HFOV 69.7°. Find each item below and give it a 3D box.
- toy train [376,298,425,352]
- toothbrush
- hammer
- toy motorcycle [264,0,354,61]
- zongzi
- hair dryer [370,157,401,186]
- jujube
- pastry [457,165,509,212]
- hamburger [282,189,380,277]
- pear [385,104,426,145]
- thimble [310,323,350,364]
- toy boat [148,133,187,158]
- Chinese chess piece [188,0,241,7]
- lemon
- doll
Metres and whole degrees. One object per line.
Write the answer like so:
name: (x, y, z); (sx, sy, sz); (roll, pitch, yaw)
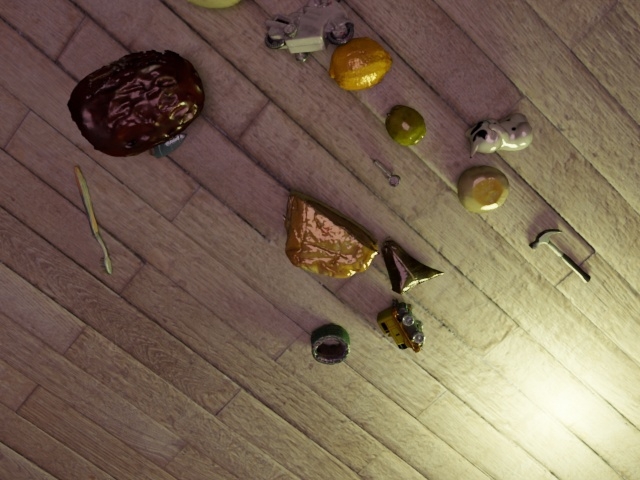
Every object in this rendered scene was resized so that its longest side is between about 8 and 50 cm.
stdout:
toy train: (0.279, 0.297, 1.573); (0.127, 0.089, 0.219); (-27, 105, 20)
toothbrush: (-0.753, -0.061, 1.517); (0.037, 0.028, 0.374); (-5, 107, 11)
hammer: (0.810, 0.054, 1.514); (0.246, 0.029, 0.103); (37, 105, -11)
toy motorcycle: (-0.027, -0.605, 1.286); (0.261, 0.110, 0.170); (4, 70, 18)
zongzi: (0.299, 0.061, 1.508); (0.184, 0.084, 0.187); (-21, 101, -7)
hair dryer: (0.201, -0.217, 1.433); (0.124, 0.063, 0.038); (45, 105, 1)
jujube: (-0.522, -0.385, 1.303); (0.377, 0.258, 0.258); (-20, 106, 12)
pastry: (0.504, -0.157, 1.424); (0.157, 0.092, 0.156); (3, 113, 6)
hamburger: (-0.001, 0.003, 1.449); (0.330, 0.162, 0.209); (33, 108, -11)
pear: (0.252, -0.341, 1.368); (0.131, 0.107, 0.107); (34, 105, 1)
thimble: (0.036, 0.360, 1.594); (0.135, 0.090, 0.118); (-12, 106, 6)
toy boat: (-0.478, -0.304, 1.433); (0.122, 0.034, 0.096); (-2, 113, 0)
Chinese chess piece: (-0.295, -0.805, 1.219); (0.339, 0.140, 0.337); (1, 109, 2)
lemon: (0.113, -0.500, 1.301); (0.187, 0.142, 0.142); (-9, 107, -3)
doll: (0.534, -0.314, 1.365); (0.181, 0.110, 0.106); (-5, 146, 1)
